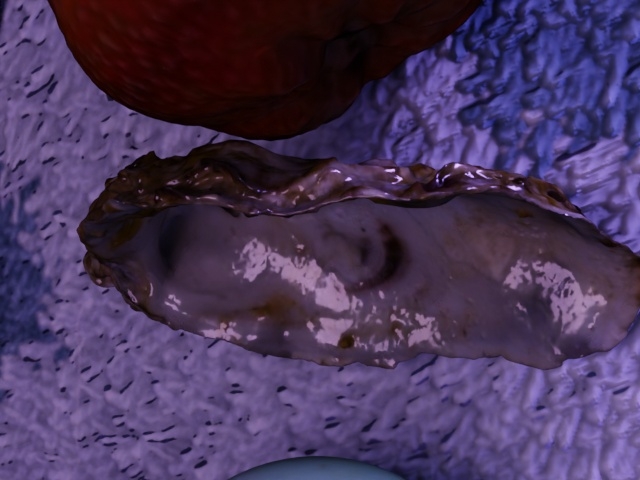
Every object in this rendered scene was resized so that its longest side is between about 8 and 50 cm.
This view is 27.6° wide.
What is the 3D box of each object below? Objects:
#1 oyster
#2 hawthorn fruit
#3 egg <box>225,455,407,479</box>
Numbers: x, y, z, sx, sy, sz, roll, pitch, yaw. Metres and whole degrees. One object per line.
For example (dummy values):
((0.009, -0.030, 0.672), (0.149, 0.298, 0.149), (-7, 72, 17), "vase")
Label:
((-0.021, -0.012, 0.749), (0.396, 0.204, 0.111), (3, 64, 26), "oyster")
((-0.036, -0.204, 0.682), (0.275, 0.275, 0.299), (-20, 102, 28), "hawthorn fruit")
((-0.013, 0.252, 0.738), (0.220, 0.220, 0.269), (31, 106, 22), "egg")
